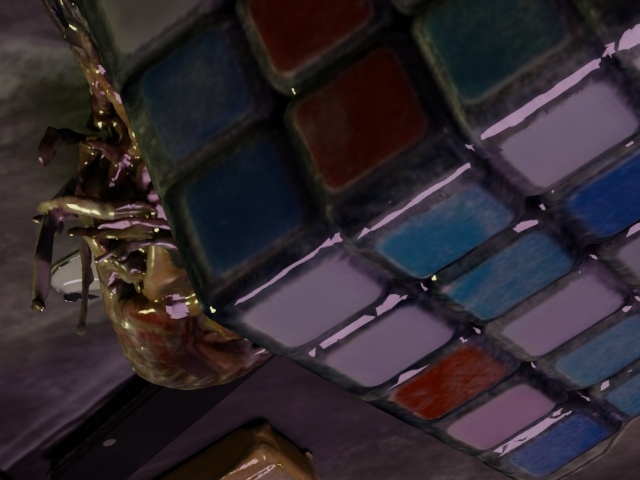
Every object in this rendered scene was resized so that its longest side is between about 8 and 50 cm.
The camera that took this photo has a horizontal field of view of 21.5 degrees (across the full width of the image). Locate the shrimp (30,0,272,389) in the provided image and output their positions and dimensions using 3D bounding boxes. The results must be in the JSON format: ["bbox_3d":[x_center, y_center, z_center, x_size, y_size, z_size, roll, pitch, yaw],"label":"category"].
[{"bbox_3d":[-0.093,-0.023,0.898,0.145,0.116,0.343,-25,143,0],"label":"shrimp"}]

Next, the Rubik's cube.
[{"bbox_3d":[0.089,-0.107,0.725,0.292,0.293,0.287,-33,147,17],"label":"Rubik's cube"}]

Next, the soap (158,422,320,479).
[{"bbox_3d":[-0.122,0.222,1.270,0.252,0.037,0.092,-32,144,13],"label":"soap"}]

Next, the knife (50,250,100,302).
[{"bbox_3d":[0.001,-0.002,1.046,0.336,0.043,0.081,-6,136,-18],"label":"knife"}]

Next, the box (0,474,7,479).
[{"bbox_3d":[-0.281,0.299,1.067,0.225,0.297,0.190,-25,141,5],"label":"box"}]

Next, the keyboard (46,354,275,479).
[{"bbox_3d":[-0.092,0.099,1.142,0.231,0.023,0.072,-41,148,24],"label":"keyboard"}]
